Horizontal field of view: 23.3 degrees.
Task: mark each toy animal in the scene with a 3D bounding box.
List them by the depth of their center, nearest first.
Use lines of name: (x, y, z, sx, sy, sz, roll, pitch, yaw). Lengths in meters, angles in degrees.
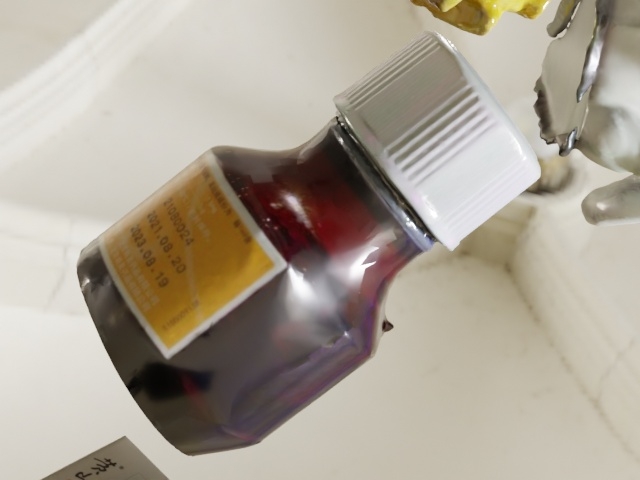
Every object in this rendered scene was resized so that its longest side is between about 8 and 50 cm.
toy animal: (0.281, -0.101, 1.055, 0.289, 0.249, 0.174, 2, -119, 14)

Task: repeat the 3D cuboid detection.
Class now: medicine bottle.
medicine bottle: (0.000, 0.000, 1.368, 0.395, 0.242, 0.242, -33, -136, 3)

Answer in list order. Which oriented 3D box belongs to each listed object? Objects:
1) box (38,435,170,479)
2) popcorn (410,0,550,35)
box: (-0.183, 0.243, 1.151, 0.141, 0.058, 0.201, 39, -136, 26)
popcorn: (0.124, -0.244, 1.253, 0.167, 0.148, 0.152, 17, -162, 23)
